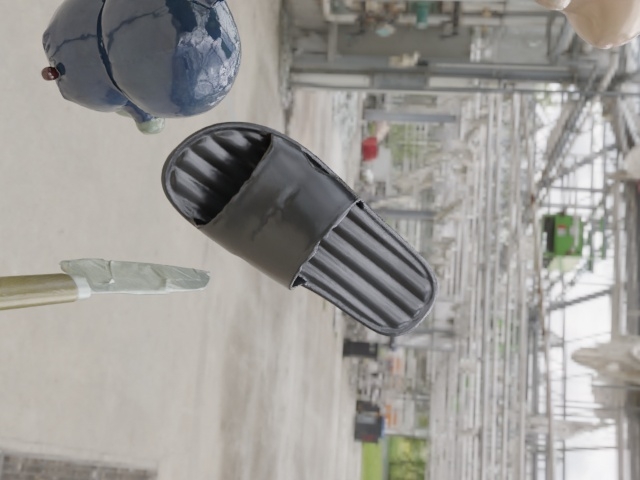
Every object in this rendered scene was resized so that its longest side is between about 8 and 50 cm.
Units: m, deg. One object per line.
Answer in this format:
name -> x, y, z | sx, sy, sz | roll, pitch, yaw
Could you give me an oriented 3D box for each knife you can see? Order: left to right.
knife -> -0.167, 0.028, 0.629 | 0.298, 0.047, 0.017 | -1, 120, -57

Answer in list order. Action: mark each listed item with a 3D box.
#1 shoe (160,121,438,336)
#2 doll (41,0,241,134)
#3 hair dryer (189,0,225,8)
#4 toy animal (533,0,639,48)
shoe -> 0.000, 0.000, 0.426 | 0.062, 0.159, 0.053 | -53, -157, 5
doll -> -0.203, -0.229, 1.016 | 0.154, 0.258, 0.228 | -42, 122, -52
hair dryer -> -0.142, -0.401, 0.813 | 0.298, 0.296, 0.119 | -64, -162, -18
toy animal -> 0.263, -0.267, 0.761 | 0.345, 0.247, 0.277 | 49, -2, 43
